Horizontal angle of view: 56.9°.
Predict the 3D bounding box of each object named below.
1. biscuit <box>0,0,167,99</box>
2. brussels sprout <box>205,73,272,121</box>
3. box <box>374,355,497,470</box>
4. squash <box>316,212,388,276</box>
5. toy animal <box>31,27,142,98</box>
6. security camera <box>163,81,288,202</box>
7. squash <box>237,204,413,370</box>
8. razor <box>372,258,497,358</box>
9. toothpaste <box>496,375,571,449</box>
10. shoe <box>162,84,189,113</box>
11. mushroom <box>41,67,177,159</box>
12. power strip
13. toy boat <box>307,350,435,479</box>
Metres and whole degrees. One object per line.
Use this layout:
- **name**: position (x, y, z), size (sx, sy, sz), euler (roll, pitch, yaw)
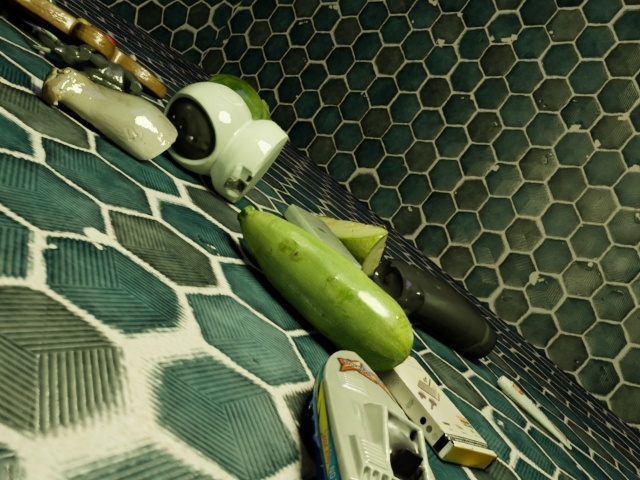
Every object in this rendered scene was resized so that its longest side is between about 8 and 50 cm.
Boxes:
- **biscuit**: position (-0.544, -0.471, 1.366), size (0.432, 0.064, 0.283), euler (31, -3, -21)
- **brussels sprout**: position (-0.254, -0.367, 1.717), size (0.244, 0.244, 0.244), euler (37, 10, -8)
- **box**: position (0.154, 0.239, 0.906), size (0.129, 0.033, 0.247), euler (28, 14, -42)
- **squash**: position (0.051, -0.028, 1.516), size (0.252, 0.093, 0.169), euler (44, -33, 27)
- **toy animal**: position (-0.484, -0.357, 1.217), size (0.269, 0.082, 0.137), euler (31, 9, -17)
- **security camera**: position (-0.209, -0.216, 1.215), size (0.236, 0.194, 0.194), euler (40, 10, -3)
- **squash**: position (-0.009, 0.058, 0.913), size (0.370, 0.118, 0.118), euler (41, 11, 21)
- **razor**: position (0.289, 0.165, 1.472), size (0.349, 0.113, 0.204), euler (32, 14, -29)
- **toothpaste**: position (0.508, 0.407, 1.401), size (0.218, 0.033, 0.052), euler (44, 15, 8)
- **shoe**: position (-0.254, -0.279, 1.463), size (0.109, 0.149, 0.293), euler (44, 13, 36)
- **mushroom**: position (-0.362, -0.228, 1.028), size (0.225, 0.093, 0.116), euler (38, 30, -27)
- **power strip**: position (0.000, 0.000, 1.393), size (0.118, 0.046, 0.270), euler (27, 15, -36)
- **toy boat**: position (0.048, 0.188, 0.607), size (0.129, 0.088, 0.295), euler (36, 11, -14)
